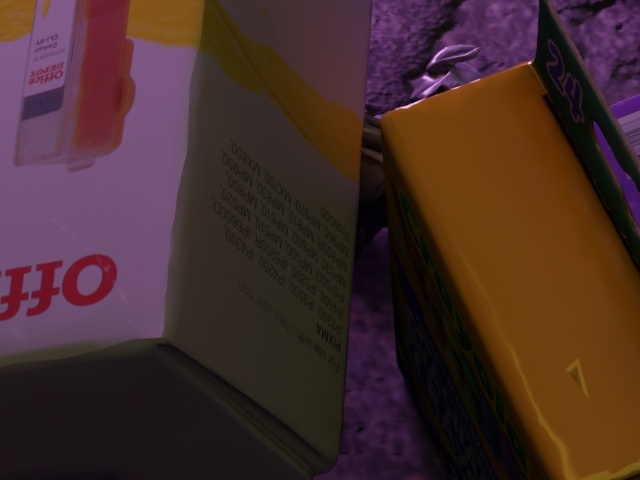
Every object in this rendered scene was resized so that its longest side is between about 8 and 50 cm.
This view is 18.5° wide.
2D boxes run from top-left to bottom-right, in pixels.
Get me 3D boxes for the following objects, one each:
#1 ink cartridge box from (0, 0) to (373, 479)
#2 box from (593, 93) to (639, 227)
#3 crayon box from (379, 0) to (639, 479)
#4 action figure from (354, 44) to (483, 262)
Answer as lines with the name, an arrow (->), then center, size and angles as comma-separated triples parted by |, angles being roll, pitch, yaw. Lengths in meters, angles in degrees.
ink cartridge box -> -0.131, -0.071, 0.963 | 0.279, 0.160, 0.385 | -11, 60, 26
box -> 0.192, 0.101, 0.966 | 0.057, 0.201, 0.293 | -21, 62, -9
crayon box -> 0.104, 0.062, 0.923 | 0.083, 0.323, 0.203 | -20, 62, -8
action figure -> 0.000, 0.000, 1.055 | 0.099, 0.185, 0.285 | 36, 77, 10
